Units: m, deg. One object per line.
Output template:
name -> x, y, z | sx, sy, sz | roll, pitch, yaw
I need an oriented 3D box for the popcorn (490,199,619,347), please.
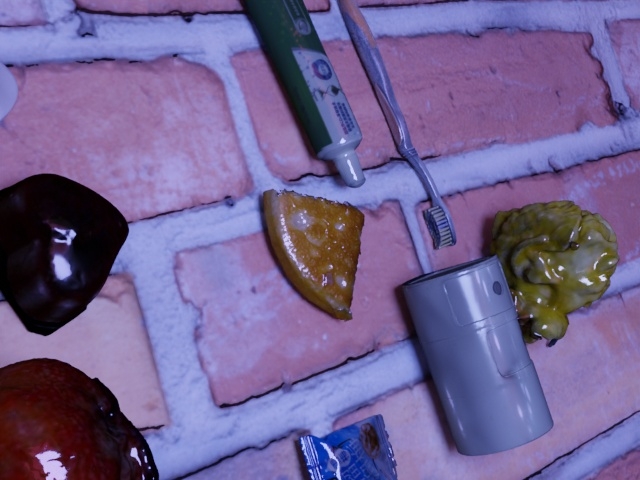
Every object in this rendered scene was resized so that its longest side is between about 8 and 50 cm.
popcorn -> 0.312, 0.046, 1.158 | 0.173, 0.169, 0.195 | 23, 70, -71

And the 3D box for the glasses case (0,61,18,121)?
glasses case -> -0.367, -0.176, 0.783 | 0.193, 0.049, 0.074 | 39, 58, -20

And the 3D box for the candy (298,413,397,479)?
candy -> 0.038, 0.251, 0.975 | 0.136, 0.038, 0.088 | -4, 66, -45

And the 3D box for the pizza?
pizza -> 0.000, 0.000, 1.013 | 0.178, 0.041, 0.131 | 48, 57, -16

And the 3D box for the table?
table -> 0.192, 0.139, 1.064 | 0.126, 0.126, 0.219 | -17, 88, -39

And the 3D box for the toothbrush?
toothbrush -> 0.099, -0.163, 1.142 | 0.037, 0.028, 0.375 | -23, 92, -31

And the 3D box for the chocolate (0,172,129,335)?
chocolate -> -0.235, 0.008, 0.811 | 0.125, 0.080, 0.148 | -5, 79, -37

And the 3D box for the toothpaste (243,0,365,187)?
toothpaste -> -0.035, -0.242, 1.046 | 0.099, 0.061, 0.392 | -24, 89, -38

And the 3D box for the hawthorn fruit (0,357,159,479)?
hawthorn fruit -> -0.263, 0.205, 0.688 | 0.251, 0.189, 0.189 | -26, 93, -19
